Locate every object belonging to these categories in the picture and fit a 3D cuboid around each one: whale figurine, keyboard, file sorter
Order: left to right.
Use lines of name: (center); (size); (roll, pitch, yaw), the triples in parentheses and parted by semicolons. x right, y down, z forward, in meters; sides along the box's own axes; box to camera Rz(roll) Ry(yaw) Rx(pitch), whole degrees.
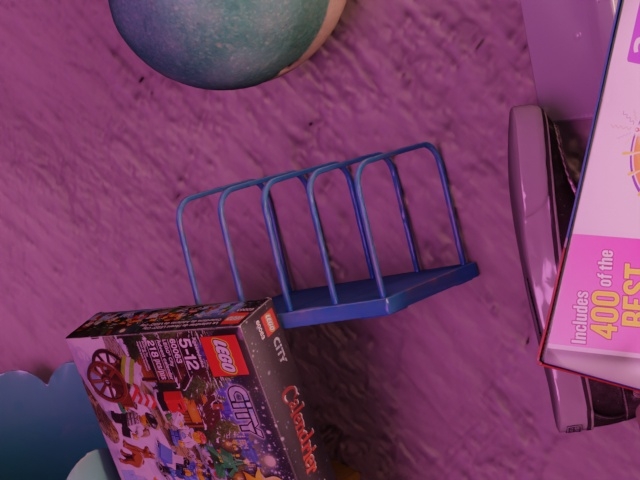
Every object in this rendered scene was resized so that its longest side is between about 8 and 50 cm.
whale figurine: (-0.100, -0.232, 1.221); (0.216, 0.141, 0.272); (-32, 85, 37)
file sorter: (0.000, 0.000, 1.242); (0.170, 0.118, 0.104); (-11, 94, 36)
keyboard: (0.152, -0.203, 1.139); (0.072, 0.014, 0.256); (-3, 103, 40)

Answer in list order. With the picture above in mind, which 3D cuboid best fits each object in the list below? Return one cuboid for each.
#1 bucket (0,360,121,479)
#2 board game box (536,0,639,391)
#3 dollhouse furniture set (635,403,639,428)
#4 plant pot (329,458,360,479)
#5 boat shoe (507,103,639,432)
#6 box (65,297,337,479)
bucket: (-0.244, 0.234, 1.392); (0.281, 0.281, 0.183); (-1, 112, 35)
board game box: (0.304, -0.006, 1.000); (0.317, 0.064, 0.242); (15, 102, 19)
dollhouse furniture set: (0.262, 0.068, 1.123); (0.076, 0.058, 0.151); (14, 135, -16)
plant pot: (-0.029, 0.211, 1.348); (0.081, 0.083, 0.081); (20, 115, 27)
boat shoe: (0.169, 0.015, 1.163); (0.070, 0.078, 0.219); (-11, 96, 1)
box: (-0.072, 0.157, 1.254); (0.159, 0.044, 0.233); (-6, 112, 35)
